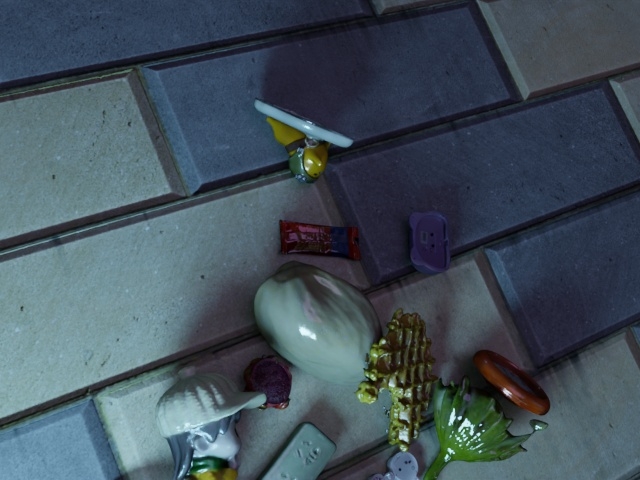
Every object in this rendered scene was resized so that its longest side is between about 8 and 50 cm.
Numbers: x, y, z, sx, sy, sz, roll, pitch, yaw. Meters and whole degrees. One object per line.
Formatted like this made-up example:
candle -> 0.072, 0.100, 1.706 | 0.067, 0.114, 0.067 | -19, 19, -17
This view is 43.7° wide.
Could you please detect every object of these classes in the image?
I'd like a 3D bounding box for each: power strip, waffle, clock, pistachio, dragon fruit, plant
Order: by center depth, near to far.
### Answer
power strip -> -0.084, 0.503, 1.618 | 0.093, 0.053, 0.288 | 43, 62, -4
dragon fruit -> -0.114, 0.304, 1.669 | 0.112, 0.068, 0.126 | 7, 56, -37
pistachio -> 0.007, 0.181, 1.688 | 0.332, 0.208, 0.226 | 39, 106, -22
waffle -> 0.170, 0.287, 1.708 | 0.260, 0.069, 0.293 | -62, 142, -32
clock -> 0.159, 0.514, 1.719 | 0.129, 0.041, 0.087 | -24, 80, -32
plant -> 0.295, 0.458, 1.729 | 0.251, 0.180, 0.333 | 42, 66, 7
clock -> 0.435, 0.326, 1.823 | 0.205, 0.205, 0.051 | 32, 103, -9
clock -> 0.253, 0.006, 1.922 | 0.110, 0.050, 0.153 | 8, 70, -20

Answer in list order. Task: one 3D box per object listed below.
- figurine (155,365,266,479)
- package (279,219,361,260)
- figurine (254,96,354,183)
figurine -> -0.233, 0.414, 1.523 | 0.204, 0.185, 0.332 | 15, 76, -10
package -> 0.000, 0.000, 1.837 | 0.200, 0.022, 0.083 | 6, 71, -21
figurine -> -0.061, -0.223, 1.859 | 0.250, 0.166, 0.141 | 26, 101, 14
